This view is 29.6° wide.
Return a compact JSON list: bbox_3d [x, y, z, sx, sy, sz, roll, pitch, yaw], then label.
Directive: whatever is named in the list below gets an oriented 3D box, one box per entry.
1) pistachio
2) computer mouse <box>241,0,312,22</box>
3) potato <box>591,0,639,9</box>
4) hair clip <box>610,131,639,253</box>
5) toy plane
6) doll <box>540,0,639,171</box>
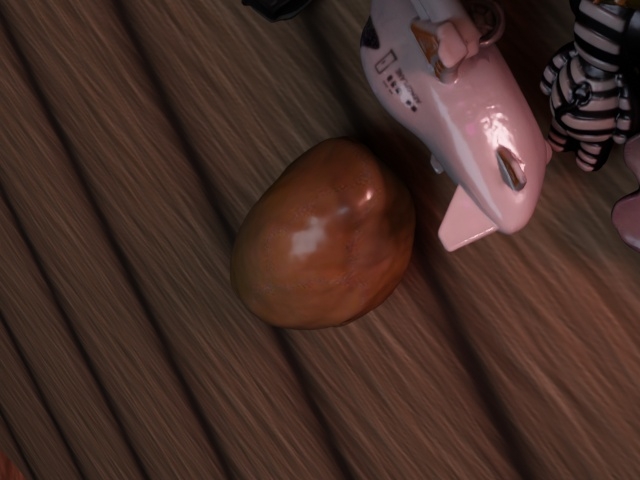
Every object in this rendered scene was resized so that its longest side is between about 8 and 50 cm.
[{"bbox_3d":[0.000,0.000,1.250,0.293,0.162,0.181,136,121,-63],"label":"pistachio"},{"bbox_3d":[-0.030,-0.280,1.163,0.106,0.062,0.192,60,156,1],"label":"computer mouse"},{"bbox_3d":[0.163,-0.192,0.603,0.149,0.113,0.251,48,-177,9],"label":"potato"},{"bbox_3d":[0.289,-0.060,0.859,0.146,0.075,0.257,29,147,19],"label":"hair clip"},{"bbox_3d":[0.104,-0.113,0.985,0.244,0.117,0.245,155,90,-88],"label":"toy plane"},{"bbox_3d":[0.215,-0.142,0.903,0.091,0.067,0.219,40,149,26],"label":"doll"}]
